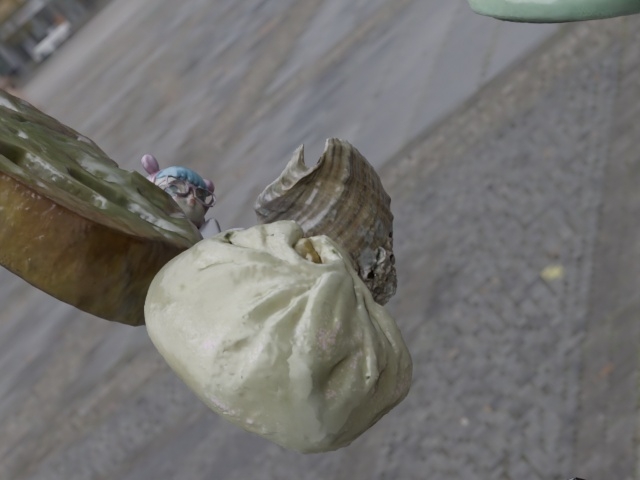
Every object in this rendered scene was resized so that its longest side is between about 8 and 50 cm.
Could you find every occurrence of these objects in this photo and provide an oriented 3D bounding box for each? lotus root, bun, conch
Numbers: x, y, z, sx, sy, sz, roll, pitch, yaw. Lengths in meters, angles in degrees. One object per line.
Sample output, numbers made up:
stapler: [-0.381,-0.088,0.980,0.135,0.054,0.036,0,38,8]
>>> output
lotus root: [-0.298,-0.060,1.590,0.111,0.390,0.375,-59,-24,10]
bun: [-0.024,0.064,1.407,0.231,0.231,0.133,-71,6,-67]
conch: [0.000,0.000,1.729,0.163,0.245,0.178,15,41,23]

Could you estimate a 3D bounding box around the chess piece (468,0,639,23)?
chess piece: [0.211,-0.348,1.483,0.195,0.299,0.194,-5,17,1]

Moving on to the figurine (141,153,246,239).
figurine: [-0.208,0.007,2.198,0.103,0.205,0.260,-49,34,43]

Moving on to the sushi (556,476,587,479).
sushi: [0.247,0.390,1.765,0.134,0.109,0.273,-26,50,54]
